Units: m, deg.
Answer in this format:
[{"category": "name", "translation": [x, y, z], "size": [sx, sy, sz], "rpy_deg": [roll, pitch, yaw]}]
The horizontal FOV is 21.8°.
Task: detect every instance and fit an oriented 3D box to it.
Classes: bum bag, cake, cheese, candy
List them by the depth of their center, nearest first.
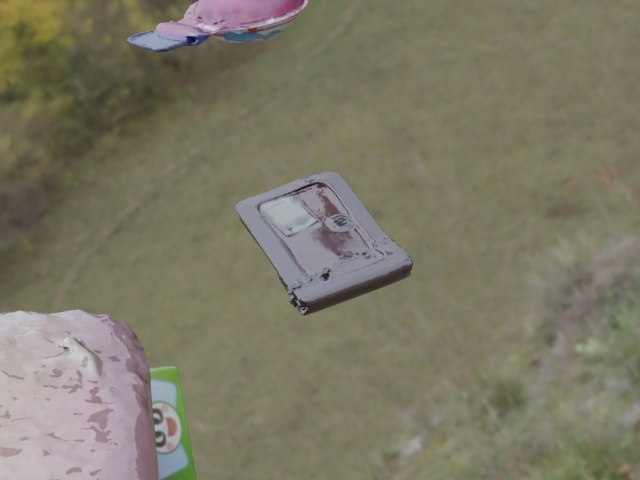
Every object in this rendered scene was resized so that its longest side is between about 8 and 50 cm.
[{"category": "cake", "translation": [-0.227, 0.217, 1.108], "size": [0.237, 0.309, 0.230], "rpy_deg": [1, 31, -12]}, {"category": "candy", "translation": [-0.173, 0.165, 1.321], "size": [0.062, 0.097, 0.194], "rpy_deg": [-3, -12, -33]}, {"category": "bum bag", "translation": [0.000, 0.000, 1.442], "size": [0.109, 0.026, 0.159], "rpy_deg": [-19, 41, -15]}, {"category": "cheese", "translation": [-0.114, -0.266, 1.981], "size": [0.244, 0.062, 0.155], "rpy_deg": [-27, 31, -34]}]
